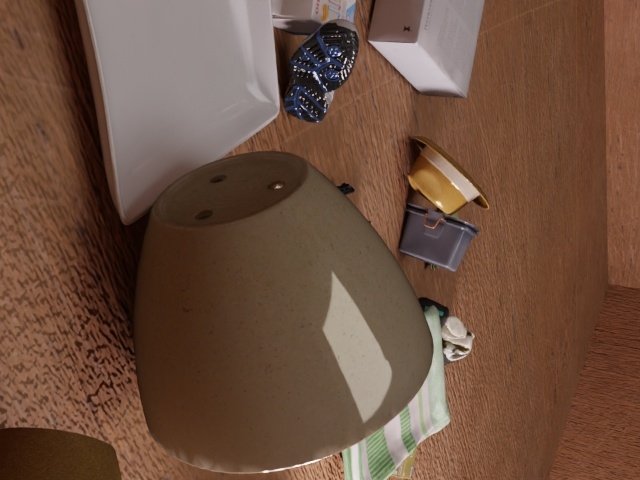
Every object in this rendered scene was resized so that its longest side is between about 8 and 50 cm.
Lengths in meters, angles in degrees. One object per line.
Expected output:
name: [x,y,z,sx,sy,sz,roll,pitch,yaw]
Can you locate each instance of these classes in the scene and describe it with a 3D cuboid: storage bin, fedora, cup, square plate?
storage bin: [0.211,-0.004,1.836,0.098,0.135,0.091,26,84,-64]
fedora: [0.219,-0.105,1.813,0.079,0.194,0.194,-46,151,1]
cup: [-0.065,0.046,1.059,0.331,0.331,0.237,-51,134,-47]
square plate: [-0.155,-0.242,1.074,0.344,0.049,0.347,-45,136,-51]

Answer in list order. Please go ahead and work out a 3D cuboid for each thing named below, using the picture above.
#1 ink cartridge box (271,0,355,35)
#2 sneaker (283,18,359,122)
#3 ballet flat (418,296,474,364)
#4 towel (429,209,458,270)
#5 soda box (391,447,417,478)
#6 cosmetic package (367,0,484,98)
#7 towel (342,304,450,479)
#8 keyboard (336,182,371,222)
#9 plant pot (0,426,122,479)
ink cartridge box: [-0.022,-0.320,1.280,0.143,0.090,0.092,-3,101,-65]
sneaker: [0.001,-0.236,1.304,0.211,0.080,0.081,132,-22,-65]
ballet flat: [0.254,0.198,2.019,0.280,0.096,0.095,47,55,-59]
towel: [0.248,-0.014,2.024,0.148,0.027,0.110,-41,133,-53]
soda box: [0.156,0.359,1.903,0.058,0.061,0.181,33,68,-62]
cosmetic package: [0.204,-0.467,1.707,0.284,0.097,0.377,26,74,-66]
towel: [0.136,0.287,1.772,0.325,0.038,0.248,-27,116,-49]
keyboard: [0.000,0.000,1.500,0.317,0.033,0.201,-12,115,-64]
plant pot: [-0.253,0.301,0.863,0.237,0.237,0.254,52,38,-57]
